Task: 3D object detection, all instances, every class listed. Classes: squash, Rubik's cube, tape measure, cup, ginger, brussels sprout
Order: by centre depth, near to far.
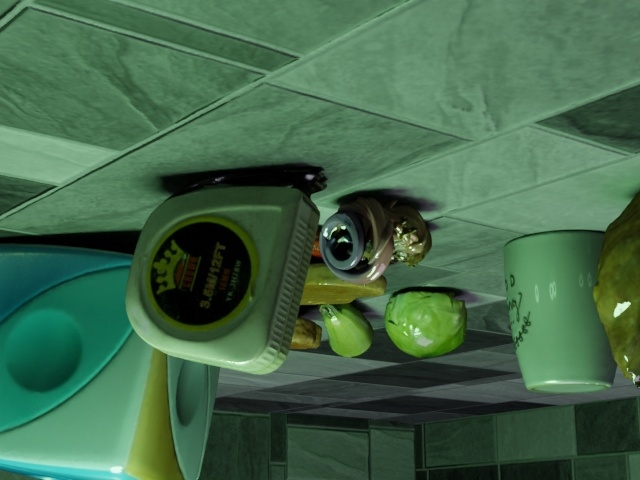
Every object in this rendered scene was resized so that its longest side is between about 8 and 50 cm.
[{"bbox_3d":[-0.130,0.024,1.536,0.231,0.271,0.133,11,171,19],"label":"tape measure"},{"bbox_3d":[0.465,0.053,1.564,0.200,0.269,0.223,25,-167,-6],"label":"ginger"},{"bbox_3d":[0.386,0.126,1.897,0.186,0.234,0.258,0,168,1],"label":"cup"},{"bbox_3d":[-0.371,0.213,1.899,0.352,0.347,0.352,5,163,16],"label":"Rubik's cube"},{"bbox_3d":[0.197,0.159,2.228,0.152,0.122,0.149,-11,165,38],"label":"brussels sprout"},{"bbox_3d":[0.036,0.158,2.320,0.094,0.094,0.224,-4,159,14],"label":"squash"}]

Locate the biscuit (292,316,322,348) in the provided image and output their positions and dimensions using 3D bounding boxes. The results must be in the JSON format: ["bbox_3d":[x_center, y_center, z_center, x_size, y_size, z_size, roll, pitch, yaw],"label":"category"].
[{"bbox_3d":[-0.167,0.169,2.297,0.350,0.078,0.455,9,172,-8],"label":"biscuit"}]

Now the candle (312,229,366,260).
[{"bbox_3d":[0.000,0.000,1.787,0.162,0.048,0.053,12,127,-39],"label":"candle"}]

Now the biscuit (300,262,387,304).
[{"bbox_3d":[-0.065,0.073,2.023,0.376,0.051,0.269,-5,166,32],"label":"biscuit"}]

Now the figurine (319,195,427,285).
[{"bbox_3d":[0.082,-0.013,1.633,0.157,0.114,0.126,-25,-150,-24],"label":"figurine"}]

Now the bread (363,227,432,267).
[{"bbox_3d":[0.113,0.005,1.757,0.113,0.060,0.082,5,167,-16],"label":"bread"}]
